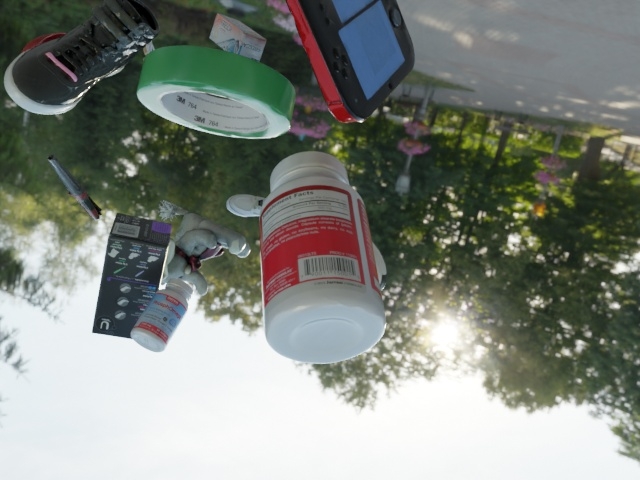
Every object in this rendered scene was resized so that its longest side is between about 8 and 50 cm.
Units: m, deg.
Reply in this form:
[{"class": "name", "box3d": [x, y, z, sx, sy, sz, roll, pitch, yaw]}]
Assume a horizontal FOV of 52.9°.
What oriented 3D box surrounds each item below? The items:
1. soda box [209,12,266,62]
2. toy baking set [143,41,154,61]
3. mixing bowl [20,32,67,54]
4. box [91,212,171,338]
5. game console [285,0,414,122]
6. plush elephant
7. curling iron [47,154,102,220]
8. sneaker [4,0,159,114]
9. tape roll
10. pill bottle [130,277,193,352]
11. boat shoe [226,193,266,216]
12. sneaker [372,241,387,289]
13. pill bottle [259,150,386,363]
[{"class": "soda box", "box3d": [-0.186, -0.448, 1.426, 0.058, 0.062, 0.183, 8, -155, -33]}, {"class": "toy baking set", "box3d": [-0.544, -0.586, 2.031, 0.030, 0.196, 0.256, -15, -123, -16]}, {"class": "mixing bowl", "box3d": [-0.662, -0.428, 1.575, 0.098, 0.181, 0.181, 26, -164, 27]}, {"class": "box", "box3d": [-0.471, 0.091, 1.611, 0.144, 0.270, 0.165, 11, -161, -14]}, {"class": "game console", "box3d": [0.070, -0.449, 1.299, 0.060, 0.341, 0.386, -5, -150, 33]}, {"class": "plush elephant", "box3d": [-0.414, 0.050, 2.051, 0.330, 0.255, 0.272, 26, 174, -7]}, {"class": "curling iron", "box3d": [-0.570, -0.118, 1.485, 0.068, 0.035, 0.274, 41, 165, 16]}, {"class": "sneaker", "box3d": [-0.350, -0.295, 0.968, 0.104, 0.147, 0.295, 47, -148, -14]}, {"class": "tape roll", "box3d": [-0.215, -0.301, 1.346, 0.322, 0.077, 0.321, 10, 171, 2]}, {"class": "pill bottle", "box3d": [-0.356, 0.168, 1.465, 0.087, 0.087, 0.160, 16, -125, 14]}, {"class": "boat shoe", "box3d": [-0.223, -0.129, 2.314, 0.226, 0.083, 0.076, 4, 165, -32]}, {"class": "sneaker", "box3d": [-0.001, 0.000, 1.962, 0.447, 0.169, 0.258, 49, -157, 20]}, {"class": "pill bottle", "box3d": [-0.008, 0.021, 1.300, 0.229, 0.229, 0.407, 9, -131, -19]}]
